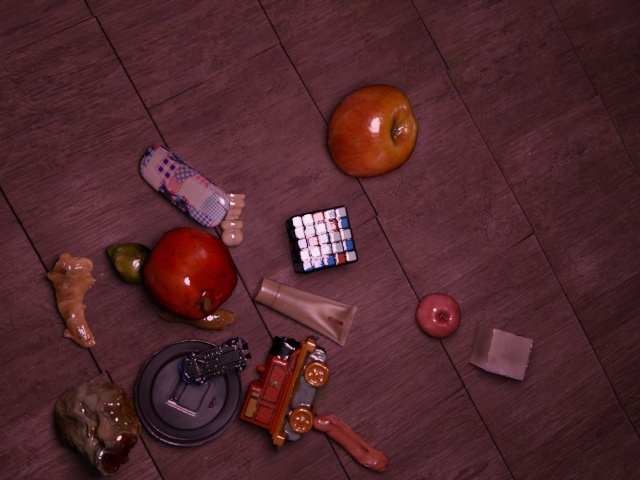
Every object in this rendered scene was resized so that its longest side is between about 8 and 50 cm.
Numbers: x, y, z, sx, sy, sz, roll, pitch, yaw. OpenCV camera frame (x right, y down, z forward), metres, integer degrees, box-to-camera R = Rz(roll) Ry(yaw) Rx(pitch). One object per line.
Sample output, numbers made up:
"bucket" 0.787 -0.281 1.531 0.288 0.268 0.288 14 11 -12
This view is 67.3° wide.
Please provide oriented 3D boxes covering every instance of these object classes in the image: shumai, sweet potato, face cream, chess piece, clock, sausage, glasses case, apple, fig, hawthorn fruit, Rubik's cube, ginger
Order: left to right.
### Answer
"ginger" -0.733 0.180 1.450 0.131 0.086 0.295 -13 98 -19
"shumai" -0.654 0.536 1.385 0.271 0.203 0.222 21 83 -4
"fig" -0.586 0.063 1.462 0.156 0.123 0.123 14 85 8
"glasses case" -0.419 -0.169 1.481 0.327 0.076 0.125 37 109 8
"clock" -0.405 0.467 1.495 0.324 0.067 0.326 0 88 -10
"hawthorn fruit" -0.370 0.105 1.391 0.265 0.307 0.265 -12 119 -22
"sweet potato" -0.391 0.238 1.504 0.243 0.077 0.077 8 86 -10
"chess piece" -0.280 -0.065 1.530 0.094 0.094 0.171 -4 92 -10
"face cream" -0.047 0.220 1.566 0.341 0.084 0.138 25 74 -15
"Rubik's cube" 0.000 0.000 1.524 0.184 0.187 0.182 -11 89 -11
"sausage" 0.099 0.659 1.571 0.304 0.078 0.078 39 82 -7
"apple" 0.169 -0.349 1.526 0.301 0.301 0.302 0 88 -10
"apple" 0.397 0.252 1.613 0.153 0.120 0.154 0 88 -9

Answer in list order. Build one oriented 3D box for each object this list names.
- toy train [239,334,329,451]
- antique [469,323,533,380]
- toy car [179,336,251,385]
"toy train" -0.109 0.467 1.504 0.231 0.163 0.370 19 85 0
"antique" 0.608 0.375 1.629 0.151 0.148 0.147 17 84 -8
"toy car" -0.315 0.363 1.449 0.216 0.063 0.103 -18 89 -4
